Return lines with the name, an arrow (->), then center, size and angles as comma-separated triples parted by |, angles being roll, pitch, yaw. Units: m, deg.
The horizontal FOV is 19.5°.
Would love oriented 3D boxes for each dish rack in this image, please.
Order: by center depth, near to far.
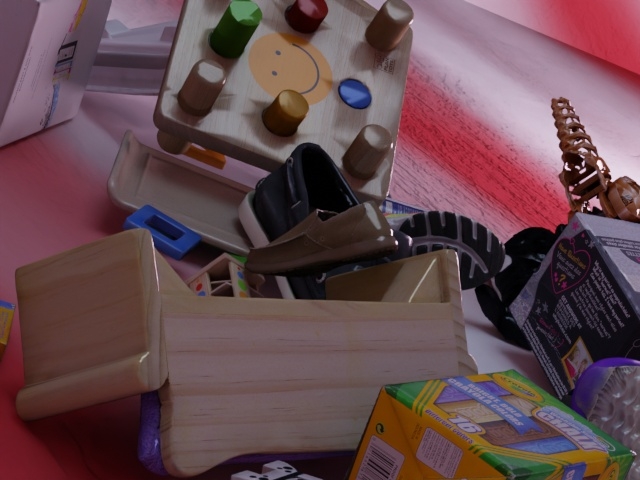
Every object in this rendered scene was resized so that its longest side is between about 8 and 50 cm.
dish rack -> -0.112, -0.236, 2.168 | 0.333, 0.072, 0.285 | -16, 15, -34

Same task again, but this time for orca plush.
orca plush -> 0.230, 0.021, 2.038 | 0.151, 0.102, 0.287 | 28, 19, 19

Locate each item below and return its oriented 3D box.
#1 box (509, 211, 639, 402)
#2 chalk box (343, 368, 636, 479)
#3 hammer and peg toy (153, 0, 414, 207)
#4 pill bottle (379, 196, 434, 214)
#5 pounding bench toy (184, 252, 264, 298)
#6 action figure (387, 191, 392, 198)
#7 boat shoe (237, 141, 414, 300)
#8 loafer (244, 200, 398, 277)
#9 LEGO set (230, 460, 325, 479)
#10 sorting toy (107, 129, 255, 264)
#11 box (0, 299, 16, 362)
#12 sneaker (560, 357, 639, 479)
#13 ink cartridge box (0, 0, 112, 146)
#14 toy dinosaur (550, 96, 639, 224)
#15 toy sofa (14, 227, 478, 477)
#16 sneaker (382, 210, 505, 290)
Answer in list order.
box -> 0.344, 0.084, 1.858 | 0.247, 0.142, 0.163 | 10, 37, -32
chalk box -> 0.135, 0.186, 1.397 | 0.132, 0.132, 0.213 | 34, 23, 36
hammer and peg toy -> -0.018, -0.214, 1.976 | 0.266, 0.127, 0.361 | 21, 51, -12
pill bottle -> 0.095, -0.005, 2.018 | 0.120, 0.067, 0.067 | 17, 18, -14
pounding bench toy -> -0.091, 0.066, 1.614 | 0.052, 0.083, 0.065 | 34, 31, -39
action figure -> -0.014, -0.133, 2.155 | 0.276, 0.141, 0.164 | 29, 17, 33
boat shoe -> 0.036, 0.025, 1.735 | 0.127, 0.113, 0.340 | 20, 23, -35
loafer -> 0.000, 0.000, 1.582 | 0.148, 0.050, 0.056 | -11, -11, 30
LEGO set -> -0.057, 0.209, 1.175 | 0.093, 0.087, 0.227 | 14, 12, 30
sorting toy -> -0.123, -0.028, 1.870 | 0.196, 0.047, 0.347 | 26, 19, -9
box -> -0.307, 0.055, 1.444 | 0.136, 0.028, 0.081 | 20, 18, -11
sneaker -> 0.256, 0.163, 1.601 | 0.146, 0.102, 0.293 | 24, -8, 38
ink cartridge box -> -0.348, -0.219, 1.964 | 0.171, 0.168, 0.233 | 23, 17, 8
toy dinosaur -> 0.353, -0.018, 2.104 | 0.164, 0.321, 0.218 | -11, -7, 33
toy sofa -> -0.049, 0.097, 1.441 | 0.363, 0.177, 0.150 | 3, -13, -45
sneaker -> 0.086, 0.003, 1.926 | 0.209, 0.081, 0.094 | 6, 6, -2
